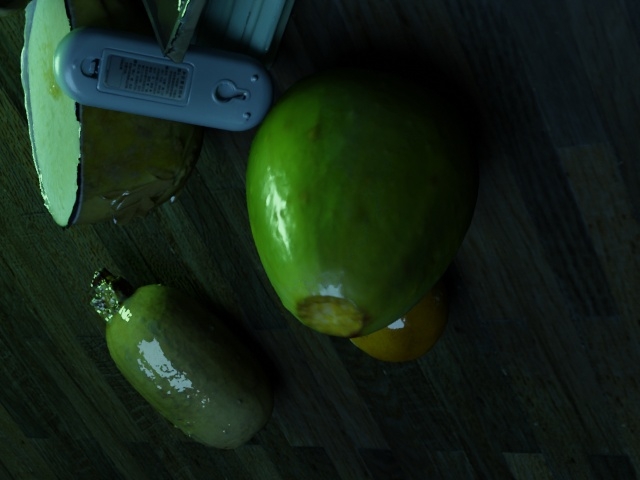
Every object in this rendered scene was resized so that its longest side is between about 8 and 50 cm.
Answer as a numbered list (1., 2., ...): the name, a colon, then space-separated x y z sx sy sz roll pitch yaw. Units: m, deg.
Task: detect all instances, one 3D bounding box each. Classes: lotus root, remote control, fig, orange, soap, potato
1. lotus root: -0.212 0.172 1.756 0.343 0.151 0.169 45 137 -18
2. remote control: -0.166 -0.174 1.294 0.244 0.047 0.087 8 99 -19
3. fig: 0.042 -0.035 1.278 0.258 0.326 0.258 3 134 3
4. orange: 0.090 0.078 1.507 0.156 0.124 0.156 33 148 25
5. soap: -0.088 -0.272 1.325 0.114 0.063 0.198 30 138 3
6. potato: -0.238 -0.176 1.430 0.246 0.196 0.300 28 123 55

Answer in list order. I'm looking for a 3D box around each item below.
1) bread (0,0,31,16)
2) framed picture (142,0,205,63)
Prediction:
1. bread: -0.478 -0.426 1.288 0.394 0.250 0.361 6 120 31
2. framed picture: -0.138 -0.365 1.188 0.315 0.024 0.232 -56 49 49
